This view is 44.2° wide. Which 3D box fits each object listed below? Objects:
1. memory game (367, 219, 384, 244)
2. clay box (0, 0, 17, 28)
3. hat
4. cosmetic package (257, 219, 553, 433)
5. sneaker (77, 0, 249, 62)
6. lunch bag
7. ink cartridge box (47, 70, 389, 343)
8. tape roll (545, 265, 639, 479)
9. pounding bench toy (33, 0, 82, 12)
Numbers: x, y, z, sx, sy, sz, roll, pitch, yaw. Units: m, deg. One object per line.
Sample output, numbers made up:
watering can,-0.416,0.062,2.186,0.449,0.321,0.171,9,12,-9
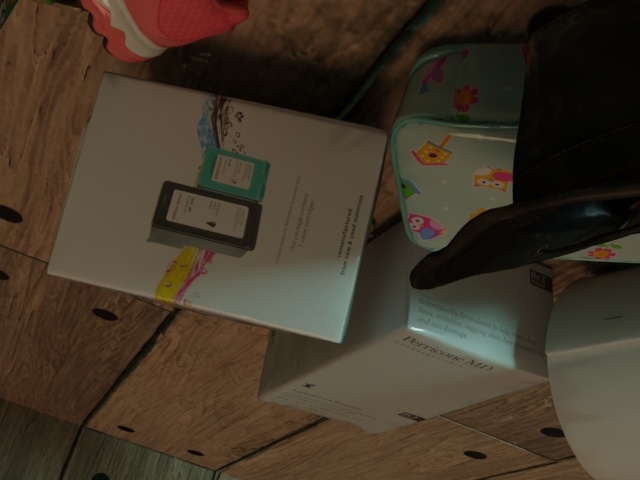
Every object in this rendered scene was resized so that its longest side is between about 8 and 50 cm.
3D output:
memory game,0.000,0.000,1.016,0.186,0.012,0.186,10,149,6
clay box,-0.280,-0.235,0.632,0.053,0.127,0.222,20,150,-7
hat,0.197,-0.075,0.472,0.331,0.133,0.331,-14,173,-2
cosmetic package,0.098,0.129,1.038,0.217,0.156,0.385,20,151,-20
sneaker,-0.139,-0.261,0.573,0.136,0.115,0.314,-5,153,12
lunch bag,0.202,-0.069,0.717,0.279,0.107,0.224,5,150,17
ink cartridge box,-0.088,-0.021,0.785,0.270,0.197,0.198,13,173,5
tape roll,0.384,0.143,0.856,0.246,0.246,0.169,34,145,-30
pounding bench toy,-0.227,-0.224,0.670,0.052,0.083,0.065,15,149,-1
